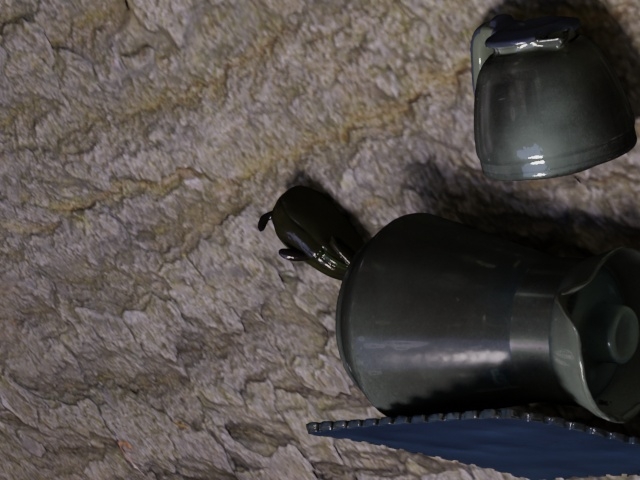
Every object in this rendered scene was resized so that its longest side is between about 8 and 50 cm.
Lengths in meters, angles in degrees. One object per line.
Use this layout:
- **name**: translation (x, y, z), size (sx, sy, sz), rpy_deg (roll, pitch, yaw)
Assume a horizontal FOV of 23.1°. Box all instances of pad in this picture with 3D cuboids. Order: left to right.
- **pad**: translation (0.165, 0.168, 1.265), size (0.269, 0.012, 0.269), rpy_deg (17, 162, -34)

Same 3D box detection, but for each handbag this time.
- **handbag**: translation (0.000, 0.000, 1.393), size (0.111, 0.072, 0.047), rpy_deg (40, 132, 8)

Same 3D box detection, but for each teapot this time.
- **teapot**: translation (0.149, 0.074, 1.227), size (0.225, 0.171, 0.203), rpy_deg (3, 150, 40)
- **teapot**: translation (0.158, -0.107, 1.096), size (0.111, 0.149, 0.108), rpy_deg (-11, 104, 11)
